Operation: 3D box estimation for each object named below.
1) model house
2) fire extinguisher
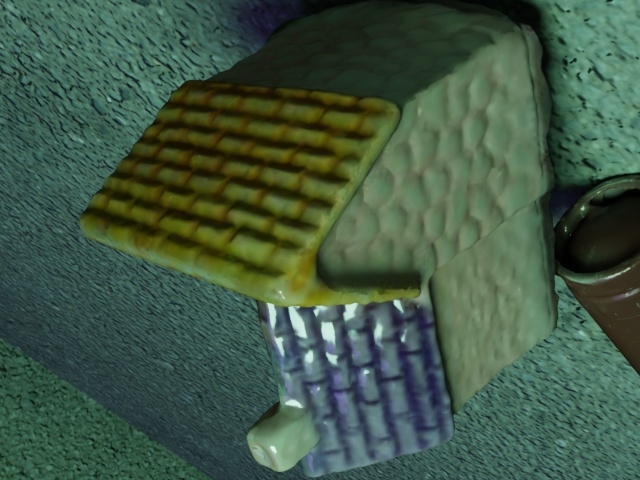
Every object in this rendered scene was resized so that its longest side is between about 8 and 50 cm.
[{"bbox_3d":[0.000,0.000,0.658,0.202,0.237,0.237,19,131,40],"label":"model house"},{"bbox_3d":[0.265,0.079,0.752,0.105,0.105,0.269,-4,137,49],"label":"fire extinguisher"}]
